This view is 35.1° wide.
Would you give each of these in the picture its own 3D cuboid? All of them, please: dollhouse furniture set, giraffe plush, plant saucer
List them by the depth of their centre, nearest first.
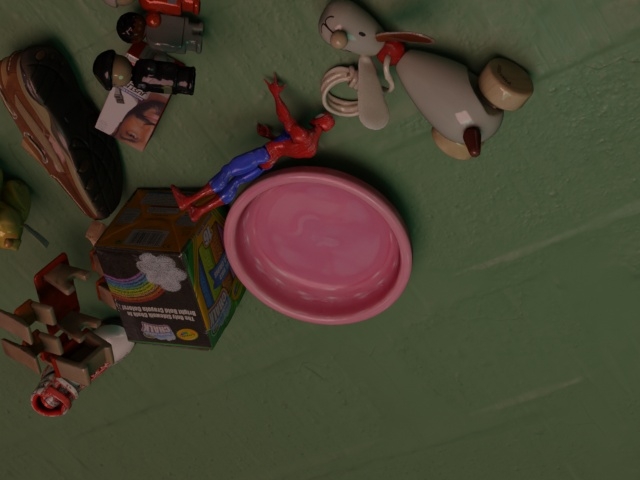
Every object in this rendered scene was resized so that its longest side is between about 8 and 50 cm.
[{"bbox_3d":[0.000,0.000,1.763,0.332,0.084,0.332,8,130,9],"label":"plant saucer"},{"bbox_3d":[-0.619,-0.024,1.824,0.170,0.181,0.210,-34,98,20],"label":"giraffe plush"},{"bbox_3d":[-0.479,0.141,1.889,0.135,0.262,0.259,21,134,26],"label":"dollhouse furniture set"}]

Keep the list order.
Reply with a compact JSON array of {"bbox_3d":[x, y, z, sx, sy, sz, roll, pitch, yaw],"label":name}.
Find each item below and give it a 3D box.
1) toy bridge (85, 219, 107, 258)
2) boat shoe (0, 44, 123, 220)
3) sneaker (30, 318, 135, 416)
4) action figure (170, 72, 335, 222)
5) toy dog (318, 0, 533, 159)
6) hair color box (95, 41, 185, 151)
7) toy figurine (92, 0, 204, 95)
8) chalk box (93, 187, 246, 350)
[{"bbox_3d":[-0.366,0.024,1.833,0.026,0.063,0.188,22,170,27],"label":"toy bridge"},{"bbox_3d":[-0.445,-0.182,1.722,0.119,0.123,0.324,-2,125,29],"label":"boat shoe"},{"bbox_3d":[-0.483,0.268,2.061,0.270,0.145,0.090,-30,115,32],"label":"sneaker"},{"bbox_3d":[-0.115,-0.158,1.639,0.280,0.139,0.091,-26,157,4],"label":"action figure"},{"bbox_3d":[0.144,-0.220,1.500,0.333,0.161,0.220,13,129,4],"label":"toy dog"},{"bbox_3d":[-0.299,-0.237,1.672,0.093,0.053,0.167,27,130,-9],"label":"hair color box"},{"bbox_3d":[-0.246,-0.333,1.480,0.148,0.210,0.213,6,130,-5],"label":"toy figurine"},{"bbox_3d":[-0.254,0.075,1.817,0.180,0.179,0.289,5,130,19],"label":"chalk box"}]
